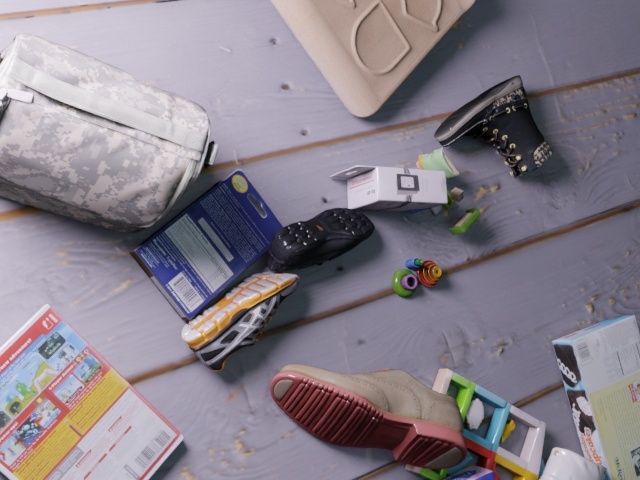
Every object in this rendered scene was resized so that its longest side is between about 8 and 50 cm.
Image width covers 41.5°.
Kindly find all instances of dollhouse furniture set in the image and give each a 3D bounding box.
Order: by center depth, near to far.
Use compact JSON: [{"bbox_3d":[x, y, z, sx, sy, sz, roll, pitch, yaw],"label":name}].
[{"bbox_3d":[0.223,-0.087,1.535,0.058,0.076,0.152,-42,103,-28],"label":"dollhouse furniture set"}]

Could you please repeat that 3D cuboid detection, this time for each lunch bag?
[{"bbox_3d":[-0.317,-0.148,1.149,0.305,0.256,0.213,20,73,-24],"label":"lunch bag"}]

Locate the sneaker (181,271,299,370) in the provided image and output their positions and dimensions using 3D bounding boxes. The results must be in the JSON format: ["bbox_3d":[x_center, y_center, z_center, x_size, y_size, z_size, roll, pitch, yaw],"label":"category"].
[{"bbox_3d":[-0.117,0.120,1.322,0.215,0.084,0.083,-34,113,-26],"label":"sneaker"}]

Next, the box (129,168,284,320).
[{"bbox_3d":[-0.171,0.003,1.328,0.225,0.036,0.136,-42,102,-27],"label":"box"}]

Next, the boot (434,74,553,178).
[{"bbox_3d":[0.339,-0.192,1.611,0.236,0.085,0.179,-36,101,-29],"label":"boot"}]

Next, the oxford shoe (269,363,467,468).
[{"bbox_3d":[0.079,0.267,1.394,0.348,0.123,0.130,25,41,-16],"label":"oxford shoe"}]

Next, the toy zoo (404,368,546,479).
[{"bbox_3d":[0.302,0.379,1.525,0.293,0.030,0.192,31,69,-20],"label":"toy zoo"}]

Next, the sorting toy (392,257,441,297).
[{"bbox_3d":[0.177,0.061,1.504,0.102,0.042,0.061,-22,92,-29],"label":"sorting toy"}]

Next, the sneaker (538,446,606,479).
[{"bbox_3d":[0.506,0.502,1.562,0.292,0.108,0.169,43,64,-25],"label":"sneaker"}]

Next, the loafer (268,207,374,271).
[{"bbox_3d":[0.000,0.000,1.405,0.223,0.078,0.076,-17,58,-43],"label":"loafer"}]

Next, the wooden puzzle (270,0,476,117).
[{"bbox_3d":[0.085,-0.443,1.485,0.348,0.080,0.322,-47,118,-16],"label":"wooden puzzle"}]

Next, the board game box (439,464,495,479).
[{"bbox_3d":[0.184,0.580,1.388,0.318,0.066,0.319,-16,93,-26],"label":"board game box"}]

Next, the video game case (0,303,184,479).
[{"bbox_3d":[-0.358,0.261,1.191,0.285,0.025,0.204,48,64,-14],"label":"video game case"}]

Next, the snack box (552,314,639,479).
[{"bbox_3d":[0.584,0.326,1.669,0.187,0.060,0.322,-14,89,-29],"label":"snack box"}]

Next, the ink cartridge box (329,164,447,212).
[{"bbox_3d":[0.116,-0.087,1.461,0.180,0.104,0.060,1,82,-28],"label":"ink cartridge box"}]
